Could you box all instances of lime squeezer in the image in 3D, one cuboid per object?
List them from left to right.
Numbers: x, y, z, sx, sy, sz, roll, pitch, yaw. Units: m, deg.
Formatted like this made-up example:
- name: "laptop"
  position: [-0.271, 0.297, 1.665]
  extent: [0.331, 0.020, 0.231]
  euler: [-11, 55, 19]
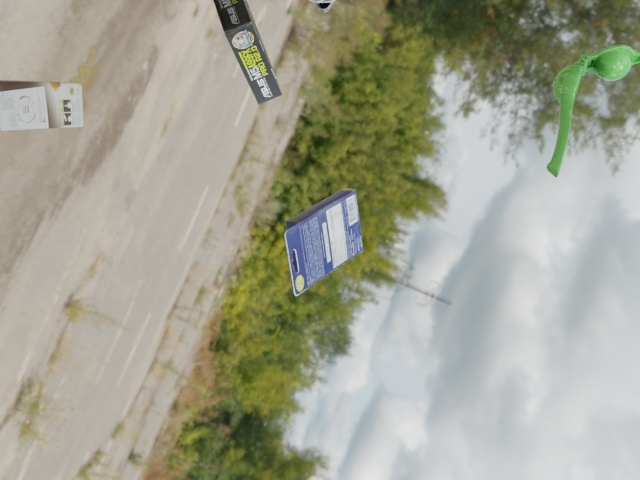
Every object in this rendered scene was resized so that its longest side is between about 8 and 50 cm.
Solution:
- name: "lime squeezer"
  position: [0.377, -0.209, 1.009]
  extent: [0.310, 0.110, 0.059]
  euler: [-36, 136, -14]

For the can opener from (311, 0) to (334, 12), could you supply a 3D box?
- name: "can opener"
  position: [0.022, -0.611, 1.580]
  extent: [0.095, 0.075, 0.284]
  euler: [46, 56, -84]

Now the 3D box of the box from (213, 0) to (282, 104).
- name: "box"
  position: [-0.168, -0.450, 1.610]
  extent: [0.216, 0.060, 0.270]
  euler: [66, 4, -58]

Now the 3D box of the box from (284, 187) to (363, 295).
- name: "box"
  position: [0.000, 0.000, 1.490]
  extent: [0.225, 0.036, 0.137]
  euler: [-32, 123, -46]

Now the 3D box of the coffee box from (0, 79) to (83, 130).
- name: "coffee box"
  position: [-0.624, -0.280, 1.597]
  extent: [0.246, 0.141, 0.098]
  euler: [-25, 119, -67]
